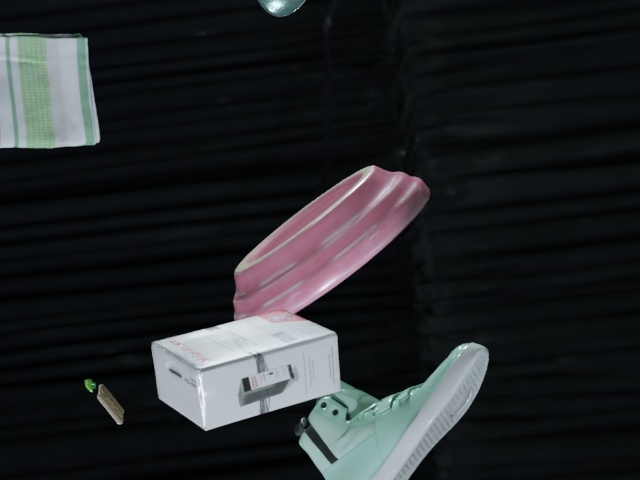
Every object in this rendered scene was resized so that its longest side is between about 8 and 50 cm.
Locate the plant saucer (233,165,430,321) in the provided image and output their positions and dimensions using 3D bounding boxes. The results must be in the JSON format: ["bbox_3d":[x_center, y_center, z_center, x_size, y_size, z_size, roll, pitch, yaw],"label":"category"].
[{"bbox_3d":[0.000,0.000,1.727,0.084,0.332,0.332,53,-175,-6],"label":"plant saucer"}]

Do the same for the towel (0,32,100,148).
[{"bbox_3d":[-0.284,-0.141,1.136,0.023,0.152,0.113,-28,69,57],"label":"towel"}]

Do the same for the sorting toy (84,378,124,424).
[{"bbox_3d":[-0.320,0.233,1.803,0.083,0.012,0.062,53,180,-10],"label":"sorting toy"}]

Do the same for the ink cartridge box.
[{"bbox_3d":[-0.065,0.110,1.062,0.099,0.135,0.056,19,118,57],"label":"ink cartridge box"}]

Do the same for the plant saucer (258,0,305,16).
[{"bbox_3d":[-0.032,-0.387,1.584,0.195,0.037,0.195,3,93,57],"label":"plant saucer"}]

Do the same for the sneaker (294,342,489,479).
[{"bbox_3d":[0.073,0.186,1.419,0.151,0.256,0.094,44,-164,25],"label":"sneaker"}]
